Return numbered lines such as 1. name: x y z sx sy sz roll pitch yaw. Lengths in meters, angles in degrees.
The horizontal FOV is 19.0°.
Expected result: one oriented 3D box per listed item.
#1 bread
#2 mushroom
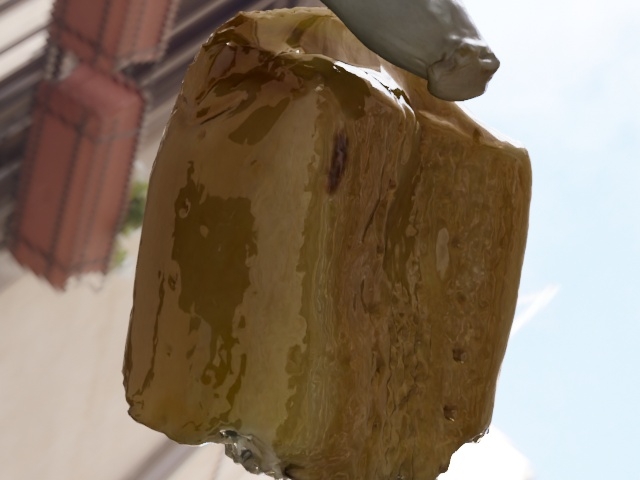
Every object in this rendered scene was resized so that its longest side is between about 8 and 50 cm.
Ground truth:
1. bread: 0.000 0.000 1.622 0.250 0.361 0.394 7 -89 38
2. mushroom: -0.001 -0.235 1.479 0.351 0.109 0.097 40 -70 7
